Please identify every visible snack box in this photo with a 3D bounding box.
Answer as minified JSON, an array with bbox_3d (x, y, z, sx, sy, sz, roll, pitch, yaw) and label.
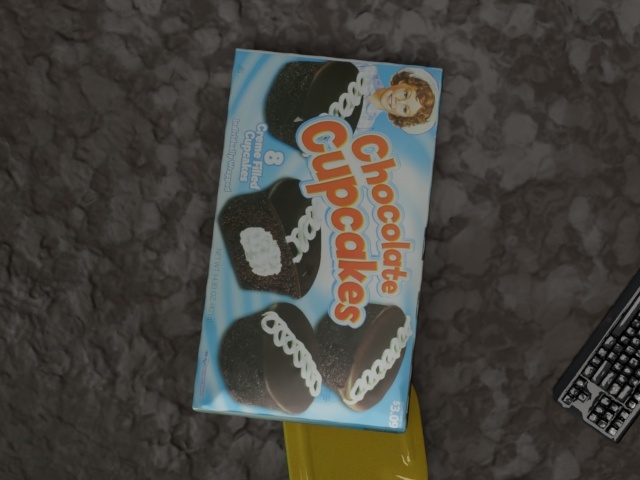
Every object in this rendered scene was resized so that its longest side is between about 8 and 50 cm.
[{"bbox_3d":[0.000,0.000,1.646,0.187,0.060,0.322,6,82,3],"label":"snack box"}]

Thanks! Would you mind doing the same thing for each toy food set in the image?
[{"bbox_3d":[0.023,0.167,1.700,0.128,0.071,0.218,-3,80,-14],"label":"toy food set"}]

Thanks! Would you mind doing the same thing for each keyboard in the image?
[{"bbox_3d":[0.303,0.101,1.696,0.108,0.023,0.180,34,100,-1],"label":"keyboard"}]
